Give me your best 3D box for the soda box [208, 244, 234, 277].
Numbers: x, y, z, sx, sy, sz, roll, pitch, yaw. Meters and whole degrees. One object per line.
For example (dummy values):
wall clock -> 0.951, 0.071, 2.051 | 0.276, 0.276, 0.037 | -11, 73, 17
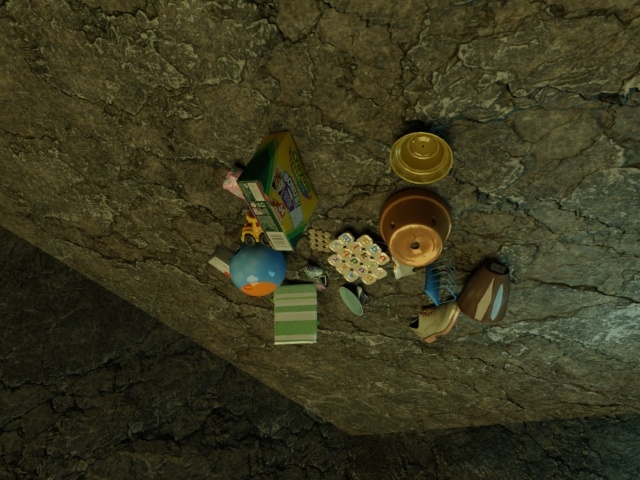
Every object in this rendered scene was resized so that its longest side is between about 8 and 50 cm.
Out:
soda box -> -0.482, 0.154, 2.358 | 0.286, 0.098, 0.091 | 39, 137, -21

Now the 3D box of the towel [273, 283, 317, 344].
towel -> -0.139, 0.406, 2.305 | 0.248, 0.324, 0.038 | -4, 164, 7

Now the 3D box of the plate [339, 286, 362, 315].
plate -> 0.172, 0.325, 2.269 | 0.188, 0.024, 0.188 | 44, 155, 27

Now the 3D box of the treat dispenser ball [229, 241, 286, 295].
treat dispenser ball -> -0.317, 0.139, 2.122 | 0.288, 0.288, 0.288 | 12, 139, 11

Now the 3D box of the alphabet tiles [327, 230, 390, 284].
alphabet tiles -> 0.175, 0.085, 1.950 | 0.284, 0.021, 0.278 | 45, 132, -10

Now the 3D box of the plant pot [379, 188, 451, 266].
plant pot -> 0.372, -0.031, 1.648 | 0.291, 0.203, 0.291 | 6, 124, 9

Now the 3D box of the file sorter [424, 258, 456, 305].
file sorter -> 0.551, 0.186, 1.895 | 0.104, 0.170, 0.118 | -21, 125, 34

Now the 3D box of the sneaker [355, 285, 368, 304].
sneaker -> 0.228, 0.296, 2.257 | 0.065, 0.061, 0.158 | -9, 140, -3

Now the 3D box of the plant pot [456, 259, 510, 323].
plant pot -> 0.739, 0.208, 1.834 | 0.215, 0.215, 0.230 | 13, 125, 9

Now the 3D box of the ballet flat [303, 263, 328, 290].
ballet flat -> -0.015, 0.189, 2.226 | 0.079, 0.077, 0.221 | -17, 134, 13

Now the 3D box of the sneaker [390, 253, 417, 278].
sneaker -> 0.383, 0.065, 1.906 | 0.121, 0.099, 0.262 | -10, 134, 9

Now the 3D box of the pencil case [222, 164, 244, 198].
pencil case -> -0.281, -0.219, 1.831 | 0.284, 0.124, 0.124 | 28, 140, -5

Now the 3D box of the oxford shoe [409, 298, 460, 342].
oxford shoe -> 0.587, 0.404, 2.151 | 0.146, 0.140, 0.397 | 28, 138, 2

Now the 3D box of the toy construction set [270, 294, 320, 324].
toy construction set -> -0.140, 0.474, 2.459 | 0.257, 0.237, 0.309 | -14, 129, 34

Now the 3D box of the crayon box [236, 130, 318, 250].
crayon box -> -0.154, -0.193, 1.658 | 0.106, 0.313, 0.363 | 1, 137, 27

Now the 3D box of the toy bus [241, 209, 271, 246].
toy bus -> -0.282, -0.092, 1.975 | 0.220, 0.149, 0.211 | 1, 123, 26

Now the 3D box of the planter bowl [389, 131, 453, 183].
planter bowl -> 0.360, -0.313, 1.477 | 0.217, 0.090, 0.217 | 12, 139, 11

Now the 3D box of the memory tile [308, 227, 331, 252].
memory tile -> 0.000, 0.000, 2.043 | 0.113, 0.012, 0.148 | 11, 138, 12

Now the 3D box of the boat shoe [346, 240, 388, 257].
boat shoe -> 0.214, 0.060, 1.973 | 0.228, 0.068, 0.081 | -12, 130, 33
